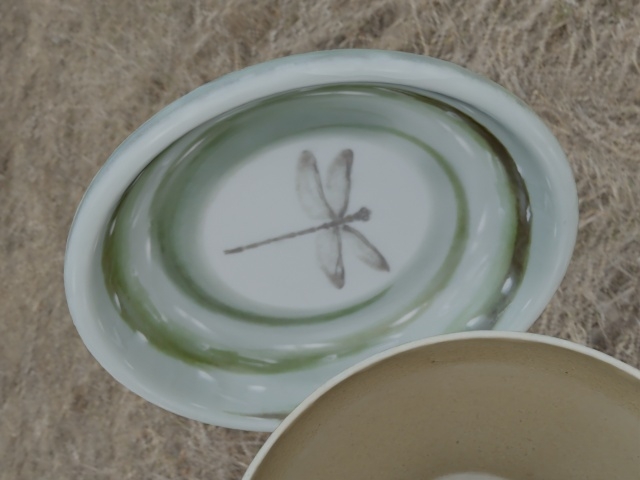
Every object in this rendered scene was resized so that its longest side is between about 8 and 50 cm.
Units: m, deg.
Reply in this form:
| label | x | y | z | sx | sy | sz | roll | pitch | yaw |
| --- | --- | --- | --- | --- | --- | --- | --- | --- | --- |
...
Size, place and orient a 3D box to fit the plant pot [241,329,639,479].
| label | x | y | z | sx | sy | sz | roll | pitch | yaw |
| --- | --- | --- | --- | --- | --- | --- | --- | --- | --- |
| plant pot | 0.092 | 0.203 | 0.546 | 0.284 | 0.191 | 0.284 | -1 | 78 | 5 |

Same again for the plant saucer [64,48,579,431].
| label | x | y | z | sx | sy | sz | roll | pitch | yaw |
| --- | --- | --- | --- | --- | --- | --- | --- | --- | --- |
| plant saucer | 0.000 | 0.000 | 0.773 | 0.400 | 0.400 | 0.101 | -31 | 42 | 16 |
